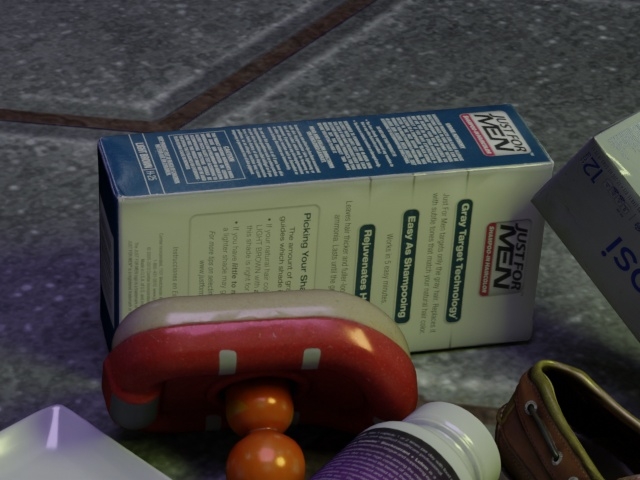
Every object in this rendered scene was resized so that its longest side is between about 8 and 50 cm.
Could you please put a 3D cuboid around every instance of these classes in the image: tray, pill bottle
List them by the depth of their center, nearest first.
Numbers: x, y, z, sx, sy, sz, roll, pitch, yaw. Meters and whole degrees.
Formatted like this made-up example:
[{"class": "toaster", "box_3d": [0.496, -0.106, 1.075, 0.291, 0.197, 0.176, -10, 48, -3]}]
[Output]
[{"class": "pill bottle", "box_3d": [0.041, 0.191, 1.340, 0.108, 0.108, 0.193, 23, 38, 27]}, {"class": "tray", "box_3d": [-0.237, 0.210, 1.355, 0.145, 0.030, 0.270, 28, 41, 34]}]

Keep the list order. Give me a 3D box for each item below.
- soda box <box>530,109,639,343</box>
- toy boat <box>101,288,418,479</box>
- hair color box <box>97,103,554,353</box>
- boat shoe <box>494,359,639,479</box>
[{"class": "soda box", "box_3d": [0.293, 0.041, 1.485, 0.091, 0.098, 0.286, -29, 77, -39]}, {"class": "toy boat", "box_3d": [-0.042, 0.126, 1.433, 0.231, 0.151, 0.151, -3, 64, -9]}, {"class": "hair color box", "box_3d": [0.000, 0.000, 1.568, 0.347, 0.174, 0.105, -5, 33, -13]}, {"class": "boat shoe", "box_3d": [0.226, 0.195, 1.342, 0.110, 0.104, 0.307, -10, 35, -41]}]
